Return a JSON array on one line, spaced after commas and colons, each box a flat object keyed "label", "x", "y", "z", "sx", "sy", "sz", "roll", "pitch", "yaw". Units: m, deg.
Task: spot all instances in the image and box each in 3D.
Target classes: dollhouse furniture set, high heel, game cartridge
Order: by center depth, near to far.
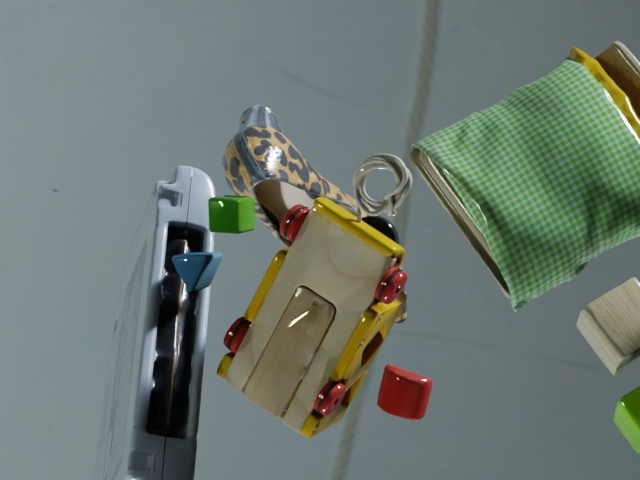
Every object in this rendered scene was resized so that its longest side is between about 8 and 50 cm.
[{"label": "dollhouse furniture set", "x": 0.229, "y": -0.030, "z": 1.122, "sx": 0.198, "sy": 0.151, "sz": 0.301, "roll": -28, "pitch": 69, "yaw": -17}, {"label": "game cartridge", "x": -0.136, "y": 0.113, "z": 1.226, "sx": 0.062, "sy": 0.198, "sz": 0.297, "roll": 9, "pitch": 57, "yaw": -10}, {"label": "high heel", "x": 0.000, "y": 0.000, "z": 1.402, "sx": 0.093, "sy": 0.186, "sz": 0.261, "roll": -35, "pitch": 104, "yaw": 10}]

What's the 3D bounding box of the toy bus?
[{"label": "toy bus", "x": 0.011, "y": 0.043, "z": 1.150, "sx": 0.202, "sy": 0.104, "sz": 0.191, "roll": -14, "pitch": 91, "yaw": 25}]
